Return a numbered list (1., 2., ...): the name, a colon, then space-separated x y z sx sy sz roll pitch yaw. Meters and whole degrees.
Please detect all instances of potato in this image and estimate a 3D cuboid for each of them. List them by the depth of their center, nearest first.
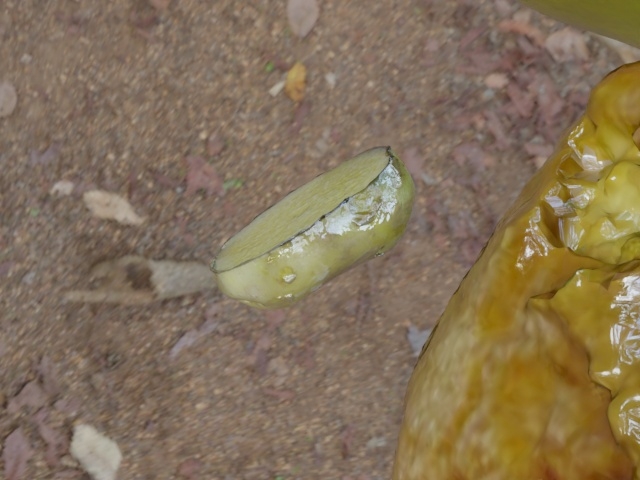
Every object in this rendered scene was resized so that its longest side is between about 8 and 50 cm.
1. potato: 0.000 0.000 1.091 0.200 0.164 0.081 -30 106 7

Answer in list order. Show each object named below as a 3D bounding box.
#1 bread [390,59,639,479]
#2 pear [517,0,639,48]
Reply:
1. bread: 0.144 0.057 0.388 0.194 0.179 0.340 23 98 -35
2. pear: 0.223 -0.311 0.778 0.362 0.362 0.418 -21 77 -26
